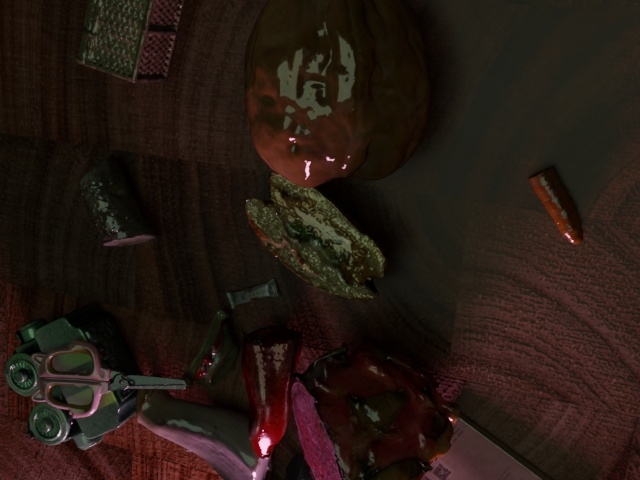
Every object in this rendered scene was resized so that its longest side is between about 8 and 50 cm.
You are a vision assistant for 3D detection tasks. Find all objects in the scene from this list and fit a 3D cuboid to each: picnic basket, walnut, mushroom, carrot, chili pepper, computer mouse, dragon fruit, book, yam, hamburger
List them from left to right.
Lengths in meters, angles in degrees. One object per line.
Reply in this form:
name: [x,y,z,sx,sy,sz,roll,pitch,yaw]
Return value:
yam: [-0.413,-0.069,1.573,0.107,0.107,0.183,-23,91,23]
picnic basket: [-0.356,-0.405,1.454,0.154,0.134,0.196,21,109,11]
mushroom: [-0.241,0.395,1.602,0.329,0.122,0.159,26,92,12]
chili pepper: [-0.093,0.287,1.482,0.144,0.136,0.252,0,87,43]
computer mouse: [-0.030,0.522,1.591,0.106,0.062,0.192,4,103,19]
hamburger: [0.000,0.000,1.409,0.283,0.156,0.144,41,93,1]
walnut: [0.024,-0.264,1.267,0.306,0.306,0.344,-2,103,20]
dragon fruit: [0.114,0.323,1.379,0.263,0.314,0.296,-17,62,-16]
book: [0.308,0.475,1.478,0.283,0.025,0.215,37,113,9]
carrot: [0.400,-0.056,1.311,0.048,0.048,0.139,-31,93,23]

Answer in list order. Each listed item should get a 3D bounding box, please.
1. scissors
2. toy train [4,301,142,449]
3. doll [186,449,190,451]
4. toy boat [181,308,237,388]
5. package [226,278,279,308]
scissors: [-0.420,0.279,1.567,0.317,0.024,0.160,3,94,5]
toy train: [-0.514,0.288,1.660,0.238,0.167,0.299,-26,94,17]
doll: [-0.248,0.441,1.669,0.125,0.027,0.037,28,104,12]
toy boat: [-0.216,0.231,1.580,0.071,0.089,0.185,34,102,28]
package: [-0.133,0.106,1.556,0.110,0.015,0.037,-16,91,21]
